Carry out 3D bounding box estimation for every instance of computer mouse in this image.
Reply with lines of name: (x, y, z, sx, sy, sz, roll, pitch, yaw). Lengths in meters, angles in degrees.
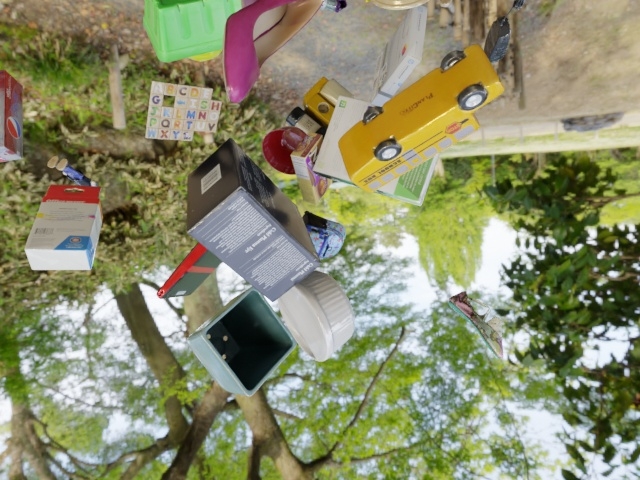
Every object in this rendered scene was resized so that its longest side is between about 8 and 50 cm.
computer mouse: (0.411, -0.478, 1.002, 0.041, 0.071, 0.242, 3, 159, -1)

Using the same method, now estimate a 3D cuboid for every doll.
doll: (-0.782, -0.203, 1.495, 0.129, 0.046, 0.189, 17, 162, 19)

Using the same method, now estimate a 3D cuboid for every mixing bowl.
mixing bowl: (-0.103, -0.331, 1.632, 0.181, 0.181, 0.098, -1, -139, 25)

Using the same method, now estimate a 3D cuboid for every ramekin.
ramekin: (-0.010, 0.214, 1.396, 0.127, 0.272, 0.273, -26, -163, -27)

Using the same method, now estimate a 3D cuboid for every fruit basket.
fruit basket: (-0.426, -0.745, 1.662, 0.392, 0.283, 0.392, -23, 155, -12)

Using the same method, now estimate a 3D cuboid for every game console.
game console: (-0.490, 0.095, 1.900, 0.342, 0.060, 0.386, -46, 176, -3)

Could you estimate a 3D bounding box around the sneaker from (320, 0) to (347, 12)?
sneaker: (0.074, -0.997, 1.944, 0.098, 0.083, 0.223, 25, -133, 4)

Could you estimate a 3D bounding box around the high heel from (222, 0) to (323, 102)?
high heel: (-0.094, -0.428, 0.971, 0.181, 0.377, 0.127, 5, 153, 0)

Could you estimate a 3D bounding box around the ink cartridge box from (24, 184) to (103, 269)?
ink cartridge box: (-0.631, -0.037, 1.170, 0.134, 0.078, 0.231, 1, -133, -13)

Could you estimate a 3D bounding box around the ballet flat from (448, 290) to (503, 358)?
ballet flat: (0.441, 0.218, 1.274, 0.079, 0.077, 0.221, -39, -134, 5)

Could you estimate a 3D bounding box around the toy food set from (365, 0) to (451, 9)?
toy food set: (0.141, -0.426, 0.786, 0.192, 0.132, 0.038, 18, 156, 20)

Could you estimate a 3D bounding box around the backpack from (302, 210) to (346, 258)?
backpack: (0.000, 0.000, 1.608, 0.173, 0.158, 0.117, 17, -142, -16)

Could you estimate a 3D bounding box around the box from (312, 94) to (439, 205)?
box: (0.161, -0.250, 1.275, 0.322, 0.232, 0.058, 20, 180, 23)

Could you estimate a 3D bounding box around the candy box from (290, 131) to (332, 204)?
candy box: (-0.023, -0.211, 1.380, 0.053, 0.186, 0.109, 17, -125, 24)

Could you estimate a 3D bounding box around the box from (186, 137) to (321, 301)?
box: (-0.190, -0.062, 1.274, 0.179, 0.312, 0.343, -39, -148, 10)

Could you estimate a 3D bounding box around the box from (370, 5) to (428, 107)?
box: (0.173, -0.410, 1.048, 0.038, 0.145, 0.186, 15, 159, -13)

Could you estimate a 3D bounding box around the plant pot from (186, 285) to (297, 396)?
plant pot: (-0.284, 0.334, 1.510, 0.252, 0.248, 0.247, -25, -166, 47)

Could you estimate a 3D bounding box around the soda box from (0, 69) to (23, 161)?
soda box: (-0.973, -0.378, 1.416, 0.083, 0.263, 0.092, -10, 165, -1)

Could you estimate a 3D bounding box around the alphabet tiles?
alphabet tiles: (-0.454, -0.425, 1.561, 0.237, 0.198, 0.009, -4, -139, -33)

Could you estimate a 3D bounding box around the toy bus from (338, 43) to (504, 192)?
toy bus: (0.194, -0.230, 0.926, 0.333, 0.108, 0.130, -30, 148, 26)

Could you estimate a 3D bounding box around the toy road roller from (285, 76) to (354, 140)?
toy road roller: (-0.006, -0.557, 2.146, 0.329, 0.202, 0.240, -49, 179, -10)
